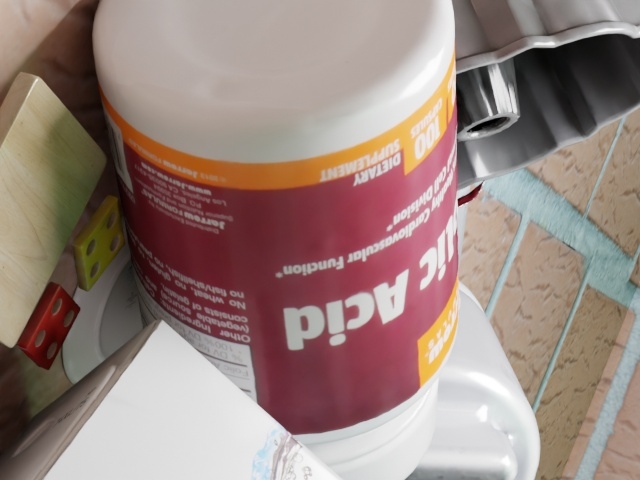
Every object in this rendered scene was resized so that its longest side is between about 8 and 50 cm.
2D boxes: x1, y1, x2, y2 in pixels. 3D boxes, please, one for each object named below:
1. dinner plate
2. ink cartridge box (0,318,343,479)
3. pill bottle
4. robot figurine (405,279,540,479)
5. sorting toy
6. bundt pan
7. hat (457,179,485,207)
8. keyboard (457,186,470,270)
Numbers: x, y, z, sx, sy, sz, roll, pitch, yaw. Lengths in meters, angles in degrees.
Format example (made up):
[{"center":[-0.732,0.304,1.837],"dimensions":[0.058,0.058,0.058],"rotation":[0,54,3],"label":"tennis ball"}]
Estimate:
[{"center":[-0.141,0.042,1.371],"dimensions":[0.141,0.017,0.141],"rotation":[-55,156,-38],"label":"dinner plate"},{"center":[-0.095,0.231,1.208],"dimensions":[0.198,0.270,0.197],"rotation":[-37,-166,49],"label":"ink cartridge box"},{"center":[-0.018,-0.005,1.286],"dimensions":[0.224,0.224,0.392],"rotation":[-54,153,-37],"label":"pill bottle"},{"center":[0.072,0.142,1.679],"dimensions":[0.353,0.200,0.300],"rotation":[-109,-151,-61],"label":"robot figurine"},{"center":[-0.188,-0.017,1.115],"dimensions":[0.132,0.046,0.274],"rotation":[-65,162,-12],"label":"sorting toy"},{"center":[0.112,-0.142,1.494],"dimensions":[0.331,0.331,0.124],"rotation":[33,38,-72],"label":"bundt pan"},{"center":[0.000,0.000,1.557],"dimensions":[0.173,0.208,0.183],"rotation":[-43,-157,30],"label":"hat"},{"center":[0.139,0.040,2.185],"dimensions":[0.072,0.014,0.256],"rotation":[-46,152,-39],"label":"keyboard"}]
